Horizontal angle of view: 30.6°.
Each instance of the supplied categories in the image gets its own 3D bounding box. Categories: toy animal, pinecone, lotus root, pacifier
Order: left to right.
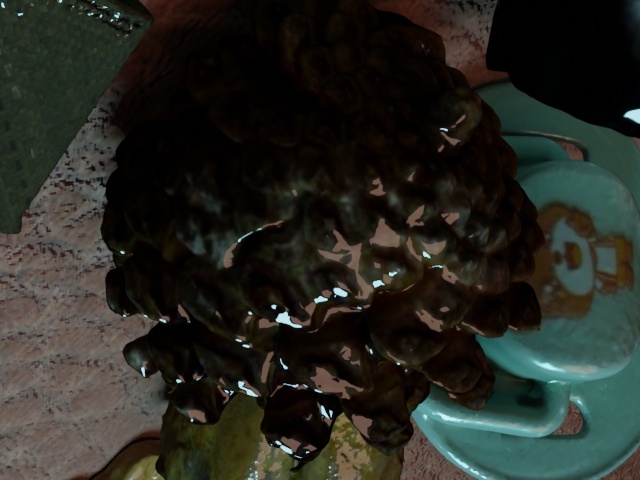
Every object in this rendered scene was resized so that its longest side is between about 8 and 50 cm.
[{"bbox_3d":[-0.016,0.137,0.960,0.188,0.199,0.180,-17,142,-38],"label":"lotus root"},{"bbox_3d":[-0.001,0.002,0.785,0.296,0.298,0.242,-34,172,8],"label":"pinecone"},{"bbox_3d":[0.148,0.043,1.009,0.288,0.343,0.269,9,164,-16],"label":"pacifier"},{"bbox_3d":[0.264,-0.236,0.811,0.251,0.251,0.309,-5,121,-37],"label":"toy animal"}]

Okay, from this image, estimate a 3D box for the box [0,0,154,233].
[{"bbox_3d":[-0.238,-0.130,0.520,0.273,0.184,0.143,20,112,-49],"label":"box"}]

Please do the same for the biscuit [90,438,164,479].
[{"bbox_3d":[-0.209,0.301,1.089,0.288,0.044,0.202,-47,142,11],"label":"biscuit"}]
